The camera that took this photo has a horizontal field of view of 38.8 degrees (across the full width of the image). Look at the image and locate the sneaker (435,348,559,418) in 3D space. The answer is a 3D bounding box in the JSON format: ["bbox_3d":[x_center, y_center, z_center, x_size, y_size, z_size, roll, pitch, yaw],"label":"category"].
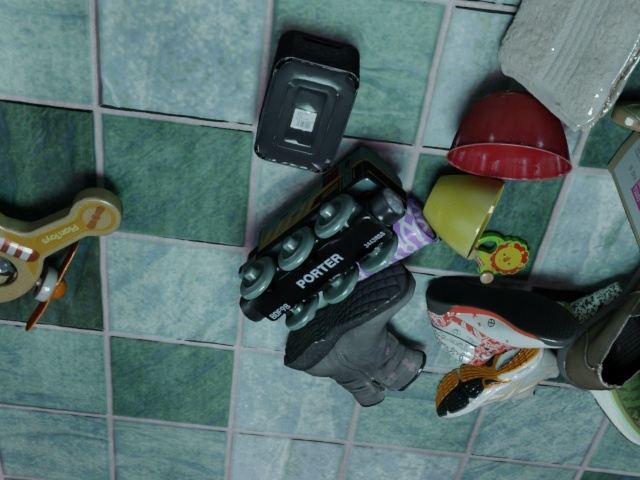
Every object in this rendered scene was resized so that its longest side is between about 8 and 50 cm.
[{"bbox_3d":[0.337,0.278,1.709,0.121,0.099,0.262,35,124,-29],"label":"sneaker"}]

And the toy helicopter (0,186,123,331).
[{"bbox_3d":[-0.471,0.018,1.508,0.355,0.140,0.235,-23,127,17],"label":"toy helicopter"}]

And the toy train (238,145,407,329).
[{"bbox_3d":[0.000,0.000,1.429,0.142,0.190,0.334,36,124,-24],"label":"toy train"}]

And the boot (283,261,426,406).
[{"bbox_3d":[0.110,0.170,1.632,0.222,0.118,0.338,29,137,-23],"label":"boot"}]

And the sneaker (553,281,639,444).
[{"bbox_3d":[0.563,0.223,1.624,0.182,0.158,0.410,-35,123,18],"label":"sneaker"}]

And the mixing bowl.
[{"bbox_3d":[0.277,-0.157,1.321,0.181,0.098,0.181,7,170,1],"label":"mixing bowl"}]

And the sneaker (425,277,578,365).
[{"bbox_3d":[0.313,0.158,1.566,0.270,0.090,0.145,14,138,29],"label":"sneaker"}]

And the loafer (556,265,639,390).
[{"bbox_3d":[0.555,0.123,1.465,0.366,0.130,0.134,-45,105,0],"label":"loafer"}]

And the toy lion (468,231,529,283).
[{"bbox_3d":[0.301,0.023,1.539,0.096,0.034,0.100,-29,123,16],"label":"toy lion"}]

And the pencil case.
[{"bbox_3d":[0.095,0.006,1.503,0.206,0.088,0.086,-28,86,24],"label":"pencil case"}]

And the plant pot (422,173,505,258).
[{"bbox_3d":[0.218,-0.052,1.429,0.095,0.134,0.134,28,130,12],"label":"plant pot"}]

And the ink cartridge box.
[{"bbox_3d":[0.549,-0.044,1.335,0.193,0.235,0.088,18,128,-13],"label":"ink cartridge box"}]

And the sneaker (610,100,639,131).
[{"bbox_3d":[0.528,-0.198,1.324,0.192,0.064,0.086,10,122,-6],"label":"sneaker"}]

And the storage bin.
[{"bbox_3d":[-0.021,-0.201,1.332,0.122,0.084,0.180,13,129,-8],"label":"storage bin"}]

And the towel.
[{"bbox_3d":[0.342,-0.294,1.175,0.049,0.187,0.282,-19,144,-35],"label":"towel"}]
